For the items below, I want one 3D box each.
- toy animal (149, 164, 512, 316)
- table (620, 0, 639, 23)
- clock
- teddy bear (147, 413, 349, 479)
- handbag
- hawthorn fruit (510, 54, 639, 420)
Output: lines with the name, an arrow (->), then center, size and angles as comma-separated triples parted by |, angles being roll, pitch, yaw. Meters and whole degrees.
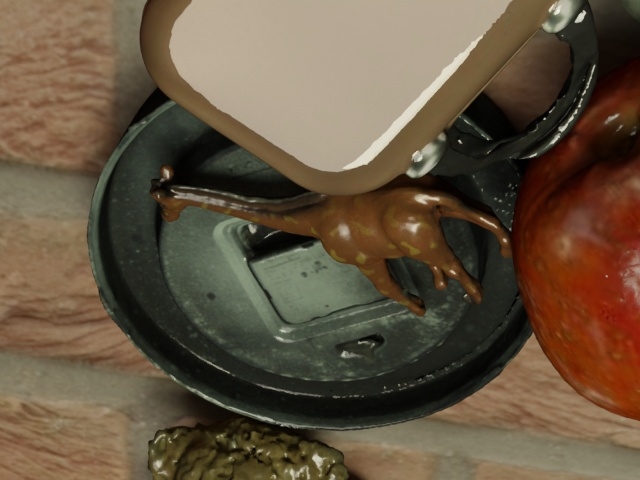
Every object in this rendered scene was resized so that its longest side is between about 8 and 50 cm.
toy animal -> 0.007, -0.012, 1.142 | 0.229, 0.066, 0.224 | 33, 145, -28
table -> 0.276, -0.188, 1.032 | 0.133, 0.043, 0.133 | 12, 155, 6
clock -> 0.000, 0.000, 1.238 | 0.386, 0.076, 0.386 | 4, 129, 5
teddy bear -> -0.062, 0.263, 1.407 | 0.267, 0.156, 0.256 | 2, 127, 9
handbag -> 0.059, -0.163, 1.000 | 0.283, 0.149, 0.302 | 40, 105, -7
hawthorn fruit -> 0.274, -0.006, 1.077 | 0.284, 0.284, 0.284 | 4, 128, 5
